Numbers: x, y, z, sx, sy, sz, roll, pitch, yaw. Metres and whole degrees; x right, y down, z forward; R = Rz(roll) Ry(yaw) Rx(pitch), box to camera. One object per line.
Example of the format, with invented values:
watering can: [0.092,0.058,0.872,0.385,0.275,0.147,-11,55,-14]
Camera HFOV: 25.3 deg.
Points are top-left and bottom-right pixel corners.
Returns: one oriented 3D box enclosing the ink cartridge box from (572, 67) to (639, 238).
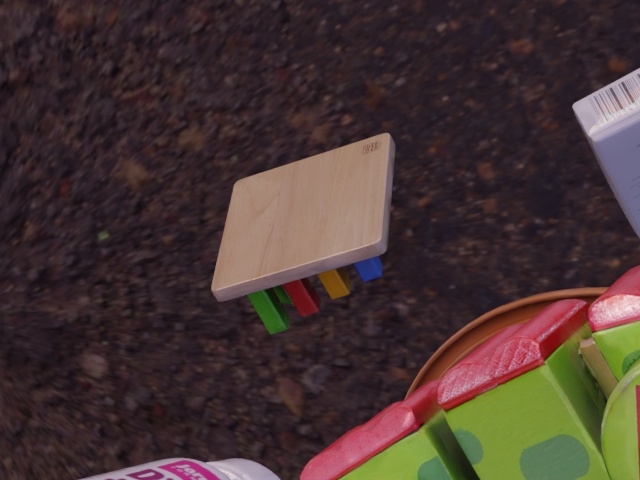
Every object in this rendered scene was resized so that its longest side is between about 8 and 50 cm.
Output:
ink cartridge box: [0.325,-0.081,1.074,0.223,0.224,0.045,-28,50,10]

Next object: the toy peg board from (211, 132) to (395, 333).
toy peg board: [0.000,0.000,1.282,0.160,0.161,0.079,-17,126,19]

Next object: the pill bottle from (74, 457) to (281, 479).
pill bottle: [-0.147,0.263,1.151,0.283,0.160,0.160,-3,87,-56]

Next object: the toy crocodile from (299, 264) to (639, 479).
toy crocodile: [0.081,0.073,0.532,0.340,0.115,0.105,-33,86,27]

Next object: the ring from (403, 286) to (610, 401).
ring: [0.168,0.177,0.671,0.032,0.336,0.337,-34,96,-43]
